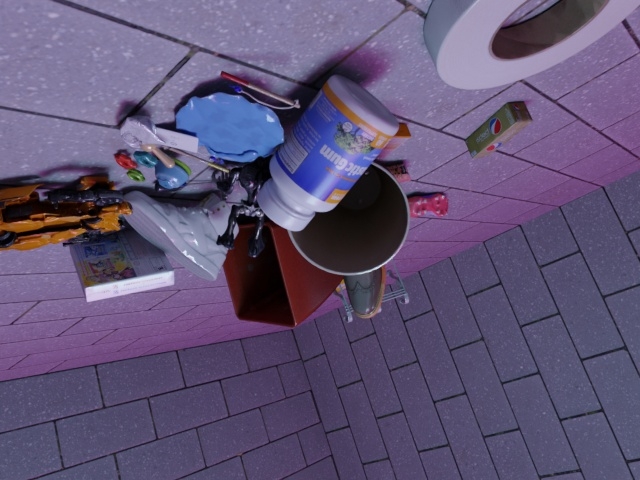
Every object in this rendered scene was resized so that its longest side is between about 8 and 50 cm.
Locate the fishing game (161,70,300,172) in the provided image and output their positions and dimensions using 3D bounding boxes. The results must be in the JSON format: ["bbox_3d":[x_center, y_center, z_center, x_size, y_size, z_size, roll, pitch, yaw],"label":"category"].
[{"bbox_3d":[-0.151,-0.197,0.965,0.189,0.041,0.264,17,152,-27],"label":"fishing game"}]

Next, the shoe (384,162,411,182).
[{"bbox_3d":[0.188,-0.178,1.482,0.081,0.063,0.178,-24,170,14],"label":"shoe"}]

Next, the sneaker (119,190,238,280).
[{"bbox_3d":[-0.304,-0.055,1.256,0.108,0.169,0.292,4,149,39],"label":"sneaker"}]

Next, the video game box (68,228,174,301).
[{"bbox_3d":[-0.449,0.047,1.261,0.187,0.205,0.048,-8,124,-29],"label":"video game box"}]

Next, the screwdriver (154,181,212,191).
[{"bbox_3d":[-0.276,-0.123,1.203,0.170,0.025,0.024,-17,167,-43],"label":"screwdriver"}]

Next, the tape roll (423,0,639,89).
[{"bbox_3d":[0.364,-0.389,0.921,0.392,0.072,0.392,-17,165,-5],"label":"tape roll"}]

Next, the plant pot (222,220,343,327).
[{"bbox_3d":[-0.092,0.057,1.517,0.236,0.267,0.267,-21,-168,-39],"label":"plant pot"}]

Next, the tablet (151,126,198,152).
[{"bbox_3d":[-0.256,-0.175,0.980,0.083,0.006,0.054,13,158,-10],"label":"tablet"}]

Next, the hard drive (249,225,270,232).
[{"bbox_3d":[-0.185,-0.015,1.675,0.094,0.022,0.135,-12,163,-25],"label":"hard drive"}]

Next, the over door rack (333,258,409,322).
[{"bbox_3d":[0.141,0.091,1.904,0.239,0.324,0.108,-15,174,-19],"label":"over door rack"}]

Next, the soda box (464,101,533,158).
[{"bbox_3d":[0.454,-0.281,1.441,0.061,0.058,0.181,-11,164,-27],"label":"soda box"}]

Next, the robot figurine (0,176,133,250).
[{"bbox_3d":[-0.502,-0.050,1.044,0.291,0.085,0.211,-12,164,-23],"label":"robot figurine"}]

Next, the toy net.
[{"bbox_3d":[-0.303,-0.160,0.974,0.122,0.045,0.232,17,158,4],"label":"toy net"}]

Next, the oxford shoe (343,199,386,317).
[{"bbox_3d":[0.090,0.033,1.551,0.130,0.363,0.133,-14,166,29],"label":"oxford shoe"}]

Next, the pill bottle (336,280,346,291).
[{"bbox_3d":[-0.033,0.110,1.985,0.334,0.188,0.188,-13,164,-21],"label":"pill bottle"}]

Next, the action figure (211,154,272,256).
[{"bbox_3d":[-0.148,-0.107,1.179,0.164,0.141,0.275,5,124,-22],"label":"action figure"}]

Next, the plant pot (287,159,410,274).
[{"bbox_3d":[0.072,-0.091,1.275,0.256,0.256,0.274,-23,-165,15],"label":"plant pot"}]

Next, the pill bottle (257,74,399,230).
[{"bbox_3d":[0.003,-0.149,1.026,0.152,0.152,0.272,2,134,-53],"label":"pill bottle"}]

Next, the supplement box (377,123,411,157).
[{"bbox_3d":[0.152,-0.229,1.295,0.062,0.036,0.098,-7,161,-38],"label":"supplement box"}]

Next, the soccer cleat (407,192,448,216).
[{"bbox_3d":[0.349,-0.117,1.893,0.095,0.083,0.248,7,-170,39],"label":"soccer cleat"}]
